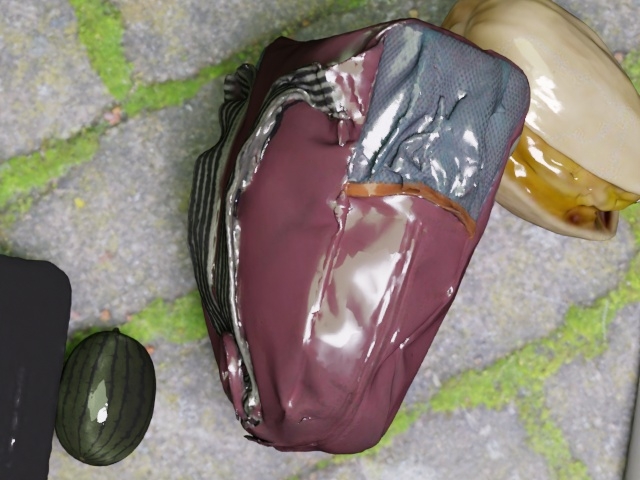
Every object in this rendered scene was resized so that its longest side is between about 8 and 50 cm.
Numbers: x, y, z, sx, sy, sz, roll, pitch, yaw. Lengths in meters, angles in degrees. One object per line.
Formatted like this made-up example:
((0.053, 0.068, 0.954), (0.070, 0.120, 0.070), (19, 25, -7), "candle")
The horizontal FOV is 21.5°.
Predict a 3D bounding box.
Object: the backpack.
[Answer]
((0.000, 0.000, 1.254), (0.197, 0.283, 0.317), (18, 86, -22), "backpack")

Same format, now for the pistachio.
((0.179, -0.099, 1.345), (0.229, 0.157, 0.157), (45, 80, -5), "pistachio")

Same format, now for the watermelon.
((-0.166, 0.120, 1.311), (0.078, 0.078, 0.111), (10, 77, 0), "watermelon")

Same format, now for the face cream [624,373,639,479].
((0.289, 0.200, 1.311), (0.143, 0.089, 0.314), (18, 70, 3), "face cream")

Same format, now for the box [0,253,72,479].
((-0.307, 0.174, 1.243), (0.211, 0.058, 0.350), (11, 84, -28), "box")
